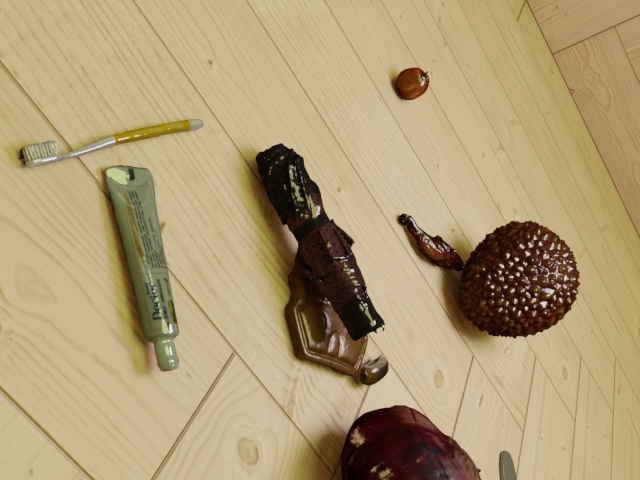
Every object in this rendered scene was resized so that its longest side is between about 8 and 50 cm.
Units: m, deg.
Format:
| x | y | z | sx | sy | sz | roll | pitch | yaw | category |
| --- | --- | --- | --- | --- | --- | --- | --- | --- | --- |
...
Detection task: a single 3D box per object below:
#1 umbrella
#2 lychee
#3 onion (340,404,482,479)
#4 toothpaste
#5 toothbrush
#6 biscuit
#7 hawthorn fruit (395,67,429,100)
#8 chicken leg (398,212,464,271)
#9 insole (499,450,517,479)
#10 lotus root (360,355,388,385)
| x | y | z | sx | sy | sz | roll | pitch | yaw | category |
| --- | --- | --- | --- | --- | --- | --- | --- | --- | --- |
| 0.000 | 0.000 | 0.995 | 0.094 | 0.090 | 0.326 | -20 | 78 | -52 | umbrella |
| 0.408 | 0.094 | 1.411 | 0.271 | 0.271 | 0.272 | 27 | 54 | -44 | lychee |
| 0.120 | 0.364 | 0.932 | 0.252 | 0.219 | 0.252 | 50 | -4 | 5 | onion |
| -0.205 | 0.030 | 0.790 | 0.067 | 0.037 | 0.256 | -2 | 73 | -47 | toothpaste |
| -0.245 | -0.130 | 0.824 | 0.288 | 0.021 | 0.024 | -29 | 108 | -54 | toothbrush |
| 0.017 | 0.097 | 1.052 | 0.182 | 0.034 | 0.216 | 29 | 52 | -43 | biscuit |
| 0.206 | -0.352 | 1.479 | 0.077 | 0.077 | 0.077 | 27 | 54 | -44 | hawthorn fruit |
| 0.236 | 0.010 | 1.371 | 0.205 | 0.053 | 0.093 | 36 | 25 | -48 | chicken leg |
| 0.392 | 0.533 | 1.362 | 0.063 | 0.010 | 0.192 | 30 | 53 | -41 | insole |
| 0.090 | 0.216 | 1.081 | 0.083 | 0.030 | 0.038 | -7 | 109 | -63 | lotus root |
